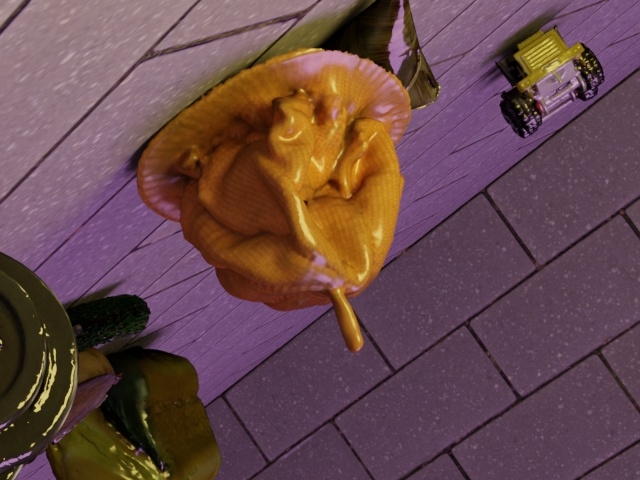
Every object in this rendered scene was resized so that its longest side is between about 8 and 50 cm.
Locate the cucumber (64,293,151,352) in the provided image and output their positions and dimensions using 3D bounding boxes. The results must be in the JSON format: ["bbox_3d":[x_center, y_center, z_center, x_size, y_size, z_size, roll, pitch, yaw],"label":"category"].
[{"bbox_3d":[-0.266,0.099,1.929,0.058,0.058,0.187,-38,171,28],"label":"cucumber"}]

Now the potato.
[{"bbox_3d":[-0.310,0.162,1.989,0.138,0.098,0.243,-33,170,-29],"label":"potato"}]

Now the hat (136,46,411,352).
[{"bbox_3d":[0.000,0.000,1.442,0.244,0.233,0.233,7,137,-37],"label":"hat"}]

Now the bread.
[{"bbox_3d":[-0.280,0.289,2.501,0.208,0.251,0.376,-19,177,4],"label":"bread"}]

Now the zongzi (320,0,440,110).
[{"bbox_3d":[0.006,-0.143,1.517,0.187,0.084,0.184,-30,159,-2],"label":"zongzi"}]

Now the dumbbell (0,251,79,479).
[{"bbox_3d":[-0.293,0.112,1.285,0.192,0.192,0.290,-31,171,-30],"label":"dumbbell"}]

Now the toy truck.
[{"bbox_3d":[0.299,-0.215,2.300,0.136,0.111,0.286,-33,175,0],"label":"toy truck"}]
